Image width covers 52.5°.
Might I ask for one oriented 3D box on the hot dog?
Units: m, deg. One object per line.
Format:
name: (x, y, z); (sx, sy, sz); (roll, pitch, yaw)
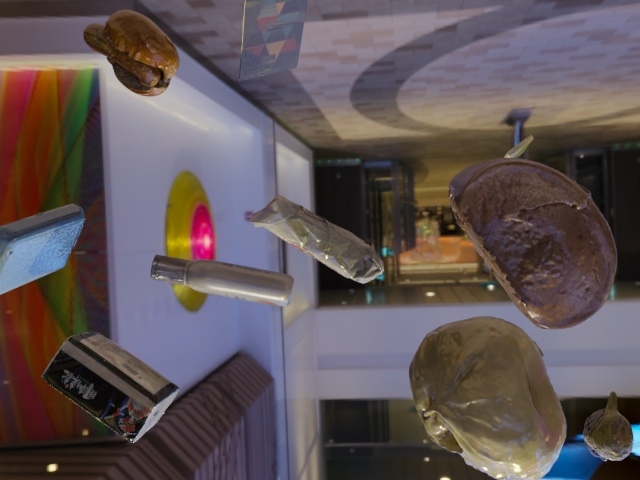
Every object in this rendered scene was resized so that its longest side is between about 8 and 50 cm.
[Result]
hot dog: (-0.229, -0.230, 0.783); (0.060, 0.140, 0.090); (-23, 152, -39)

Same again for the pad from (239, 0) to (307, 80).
pad: (-0.093, -0.417, 1.293); (0.143, 0.003, 0.211); (-20, 148, -24)

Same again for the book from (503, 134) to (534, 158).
book: (0.472, -0.210, 1.575); (0.077, 0.014, 0.111); (-36, 168, -7)

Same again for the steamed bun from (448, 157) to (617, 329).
steamed bun: (0.363, -0.021, 1.090); (0.199, 0.301, 0.251); (-36, 179, 15)

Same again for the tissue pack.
tissue pack: (-0.313, 0.216, 0.980); (0.170, 0.090, 0.103); (35, -175, 6)

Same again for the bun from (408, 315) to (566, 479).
bun: (0.310, 0.322, 1.297); (0.213, 0.361, 0.361); (-14, -174, -26)

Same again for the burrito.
burrito: (0.000, -0.001, 0.902); (0.203, 0.064, 0.064); (29, 171, -17)

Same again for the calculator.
calculator: (-0.424, 0.012, 0.956); (0.039, 0.121, 0.210); (33, -158, 7)

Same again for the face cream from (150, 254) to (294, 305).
face cream: (-0.201, 0.080, 1.339); (0.291, 0.071, 0.144); (11, 175, -4)

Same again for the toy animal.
toy animal: (0.596, 0.391, 1.359); (0.098, 0.137, 0.098); (3, 154, 1)
